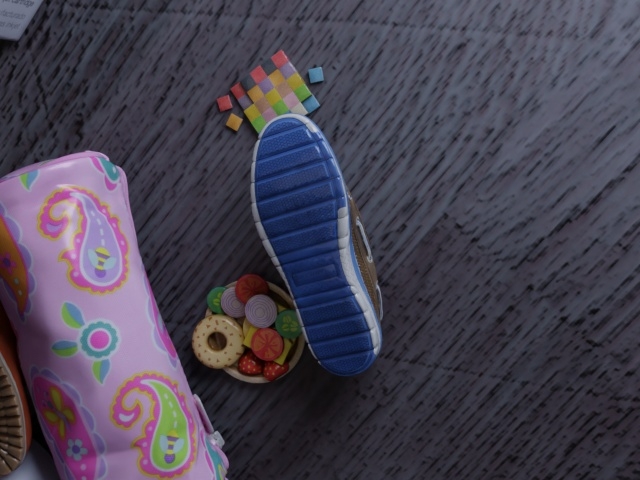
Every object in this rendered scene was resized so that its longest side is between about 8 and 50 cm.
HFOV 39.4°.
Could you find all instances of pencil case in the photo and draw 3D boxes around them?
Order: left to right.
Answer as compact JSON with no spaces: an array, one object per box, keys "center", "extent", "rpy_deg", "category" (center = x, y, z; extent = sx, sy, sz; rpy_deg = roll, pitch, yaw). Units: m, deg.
[{"center":[-0.160,0.079,0.654],"extent":[0.124,0.124,0.284],"rpy_deg":[-19,93,16],"category":"pencil case"}]

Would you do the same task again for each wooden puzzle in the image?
[{"center":[-0.034,-0.104,0.650],"extent":[0.083,0.006,0.049],"rpy_deg":[-34,88,16],"category":"wooden puzzle"}]

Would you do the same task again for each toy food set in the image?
[{"center":[-0.052,0.067,0.671],"extent":[0.083,0.020,0.083],"rpy_deg":[27,103,10],"category":"toy food set"}]

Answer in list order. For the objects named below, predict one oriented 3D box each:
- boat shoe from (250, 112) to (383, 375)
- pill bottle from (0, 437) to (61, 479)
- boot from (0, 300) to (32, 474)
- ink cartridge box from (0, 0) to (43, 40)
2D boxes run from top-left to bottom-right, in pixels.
[{"center":[0.000,0.000,0.624],"extent":[0.066,0.066,0.183],"rpy_deg":[-10,101,17],"category":"boat shoe"},{"center":[-0.318,0.272,0.699],"extent":[0.152,0.152,0.272],"rpy_deg":[39,104,6],"category":"pill bottle"},{"center":[-0.242,0.097,0.682],"extent":[0.059,0.084,0.158],"rpy_deg":[-22,77,14],"category":"boot"},{"center":[-0.216,-0.280,0.570],"extent":[0.117,0.201,0.278],"rpy_deg":[39,104,5],"category":"ink cartridge box"}]
